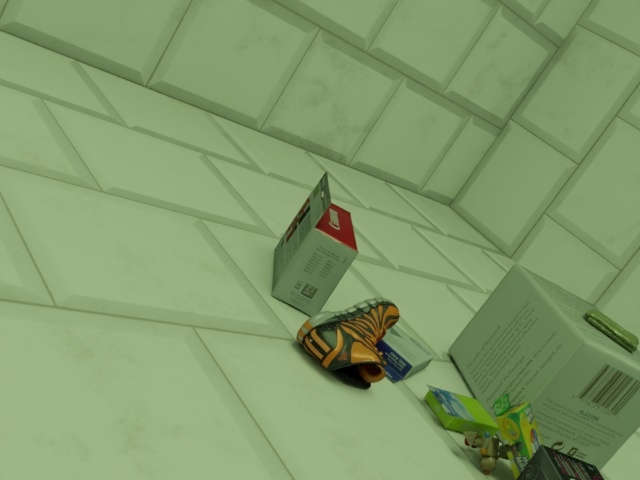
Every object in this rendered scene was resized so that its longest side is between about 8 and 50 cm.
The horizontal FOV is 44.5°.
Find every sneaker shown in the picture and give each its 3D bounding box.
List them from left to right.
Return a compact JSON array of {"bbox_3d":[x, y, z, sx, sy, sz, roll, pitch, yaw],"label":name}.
[{"bbox_3d":[0.102,0.239,1.757,0.321,0.124,0.180,-11,50,-46],"label":"sneaker"}]

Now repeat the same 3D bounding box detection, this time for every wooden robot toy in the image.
[{"bbox_3d":[0.359,0.467,1.692,0.173,0.076,0.079,31,56,-42],"label":"wooden robot toy"}]

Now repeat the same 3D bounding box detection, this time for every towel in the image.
[{"bbox_3d":[0.732,0.221,1.963,0.148,0.027,0.110,39,17,17],"label":"towel"}]

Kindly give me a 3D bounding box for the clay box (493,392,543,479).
[{"bbox_3d":[0.443,0.444,1.697,0.127,0.053,0.221,-1,74,-63],"label":"clay box"}]

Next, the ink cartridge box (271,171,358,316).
[{"bbox_3d":[0.000,0.000,1.969,0.130,0.271,0.309,29,17,-12],"label":"ink cartridge box"}]

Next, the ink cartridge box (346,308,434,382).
[{"bbox_3d":[0.154,0.249,1.938,0.223,0.045,0.224,39,18,20],"label":"ink cartridge box"}]

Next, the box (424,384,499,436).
[{"bbox_3d":[0.323,0.400,1.820,0.178,0.042,0.109,21,19,-33],"label":"box"}]

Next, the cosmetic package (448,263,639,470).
[{"bbox_3d":[0.607,0.332,2.040,0.330,0.327,0.393,26,18,-22],"label":"cosmetic package"}]

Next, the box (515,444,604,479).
[{"bbox_3d":[0.470,0.538,1.481,0.142,0.163,0.247,25,17,-13],"label":"box"}]
